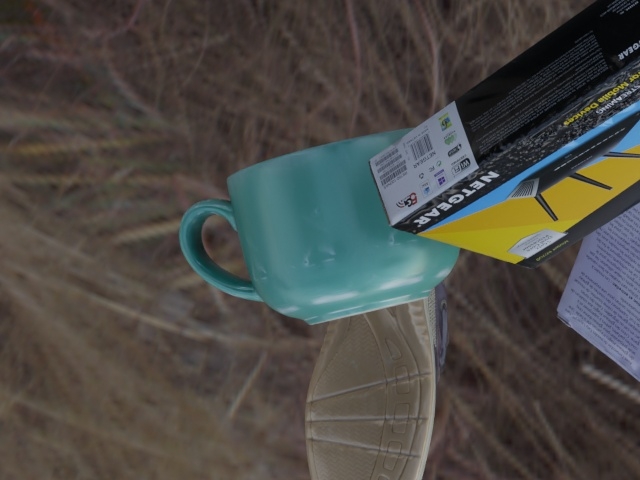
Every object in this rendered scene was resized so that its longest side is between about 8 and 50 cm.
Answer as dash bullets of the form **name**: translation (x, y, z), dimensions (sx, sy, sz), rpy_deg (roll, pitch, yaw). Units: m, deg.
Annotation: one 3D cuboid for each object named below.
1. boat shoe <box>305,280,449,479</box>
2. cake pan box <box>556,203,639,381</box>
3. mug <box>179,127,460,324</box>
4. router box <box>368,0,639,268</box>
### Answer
- **boat shoe**: translation (0.051, 0.077, 1.324), dimensions (0.103, 0.092, 0.285), rpy_deg (-6, 77, 26)
- **cake pan box**: translation (0.297, 0.012, 1.242), dimensions (0.070, 0.267, 0.245), rpy_deg (-8, 125, -39)
- **mug**: translation (0.009, -0.002, 1.072), dimensions (0.158, 0.129, 0.097), rpy_deg (-18, 85, 50)
- **router box**: translation (0.134, -0.055, 0.920), dimensions (0.179, 0.046, 0.133), rpy_deg (-35, 149, 31)
